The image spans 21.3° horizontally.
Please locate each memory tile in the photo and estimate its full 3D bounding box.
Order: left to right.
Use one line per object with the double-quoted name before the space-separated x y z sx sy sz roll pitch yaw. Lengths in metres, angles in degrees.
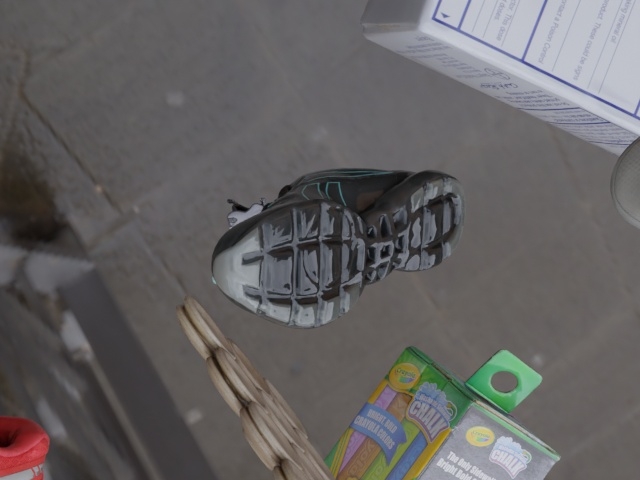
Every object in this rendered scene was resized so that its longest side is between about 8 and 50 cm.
"memory tile" -0.014 0.096 0.759 0.012 0.148 0.113 -37 136 1

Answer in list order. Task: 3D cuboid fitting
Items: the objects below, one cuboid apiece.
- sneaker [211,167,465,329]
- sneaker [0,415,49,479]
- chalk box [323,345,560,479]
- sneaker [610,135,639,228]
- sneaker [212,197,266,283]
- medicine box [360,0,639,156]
"sneaker" 0.000 0.000 1.312 0.267 0.106 0.101 -14 113 -49
"sneaker" -0.246 0.089 0.813 0.279 0.107 0.118 29 72 -46
"chalk box" 0.120 0.194 1.594 0.132 0.132 0.213 36 91 -33
"sneaker" 0.232 -0.055 0.910 0.121 0.099 0.262 6 169 -31
"sneaker" -0.076 -0.006 1.589 0.098 0.069 0.038 -35 165 33
"medicine box" 0.226 -0.239 1.444 0.289 0.149 0.263 23 87 -19
